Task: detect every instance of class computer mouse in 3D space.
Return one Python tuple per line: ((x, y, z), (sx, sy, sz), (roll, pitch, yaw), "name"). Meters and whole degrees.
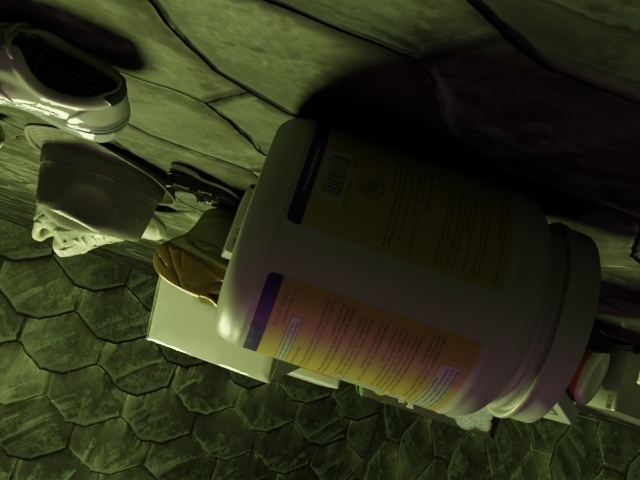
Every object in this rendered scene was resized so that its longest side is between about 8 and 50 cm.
((0.503, 0.171, 1.375), (0.242, 0.041, 0.071), (13, -172, -9), "computer mouse")

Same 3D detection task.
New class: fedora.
((-0.373, -0.075, 1.336), (0.243, 0.124, 0.275), (12, 168, 28), "fedora")

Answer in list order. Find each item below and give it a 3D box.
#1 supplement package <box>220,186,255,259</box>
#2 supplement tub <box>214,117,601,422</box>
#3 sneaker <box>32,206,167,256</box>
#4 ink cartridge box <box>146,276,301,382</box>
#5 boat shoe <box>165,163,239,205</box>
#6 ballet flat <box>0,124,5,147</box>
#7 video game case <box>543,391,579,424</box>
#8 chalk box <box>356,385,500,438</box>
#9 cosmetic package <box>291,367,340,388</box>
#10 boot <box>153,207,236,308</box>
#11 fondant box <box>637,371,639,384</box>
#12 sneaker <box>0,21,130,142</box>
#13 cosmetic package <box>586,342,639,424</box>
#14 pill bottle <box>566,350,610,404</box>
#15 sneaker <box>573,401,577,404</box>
((-0.049, 0.003, 1.240), (0.179, 0.105, 0.105), (20, 170, -9), "supplement package")
((0.082, 0.036, 0.826), (0.331, 0.241, 0.241), (19, 169, -3), "supplement tub")
((-0.450, -0.023, 1.653), (0.305, 0.152, 0.114), (12, 166, 22), "sneaker")
((-0.131, 0.144, 1.664), (0.279, 0.160, 0.384), (16, -173, 19), "ink cartridge box")
((-0.180, -0.076, 1.240), (0.125, 0.038, 0.046), (27, 166, -38), "boat shoe")
((-0.559, -0.186, 1.316), (0.168, 0.057, 0.052), (17, -162, 23), "ballet flat")
((0.270, 0.186, 1.464), (0.300, 0.036, 0.329), (2, 135, 55), "video game case")
((0.159, 0.145, 1.257), (0.288, 0.179, 0.180), (16, 136, 20), "chalk box")
((-0.145, 0.194, 2.039), (0.453, 0.230, 0.161), (19, 169, -8), "cosmetic package")
((-0.123, 0.051, 1.357), (0.262, 0.095, 0.203), (29, -153, 5), "boot")
((0.683, 0.235, 1.231), (0.330, 0.096, 0.238), (26, 167, -29), "fondant box")
((-0.314, -0.186, 0.825), (0.258, 0.094, 0.091), (18, 149, -11), "sneaker")
((0.605, 0.281, 1.507), (0.238, 0.127, 0.107), (24, 169, -20), "cosmetic package")
((0.408, 0.206, 1.465), (0.193, 0.108, 0.108), (25, 175, 35), "pill bottle")
((0.493, 0.268, 1.621), (0.104, 0.125, 0.262), (12, 168, 30), "sneaker")
